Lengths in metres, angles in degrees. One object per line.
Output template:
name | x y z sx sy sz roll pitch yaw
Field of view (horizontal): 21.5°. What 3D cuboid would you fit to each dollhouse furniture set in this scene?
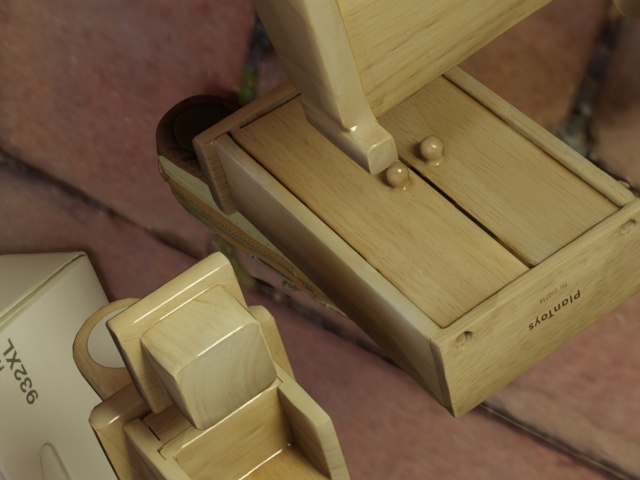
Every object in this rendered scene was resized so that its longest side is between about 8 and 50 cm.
dollhouse furniture set | -0.005 -0.111 0.587 0.174 0.303 0.355 42 159 41

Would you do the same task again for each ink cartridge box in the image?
ink cartridge box | -0.247 0.133 1.055 0.307 0.129 0.223 -3 119 37

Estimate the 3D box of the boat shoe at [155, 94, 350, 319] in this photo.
boat shoe | 0.000 0.000 0.835 0.190 0.068 0.072 37 149 21
